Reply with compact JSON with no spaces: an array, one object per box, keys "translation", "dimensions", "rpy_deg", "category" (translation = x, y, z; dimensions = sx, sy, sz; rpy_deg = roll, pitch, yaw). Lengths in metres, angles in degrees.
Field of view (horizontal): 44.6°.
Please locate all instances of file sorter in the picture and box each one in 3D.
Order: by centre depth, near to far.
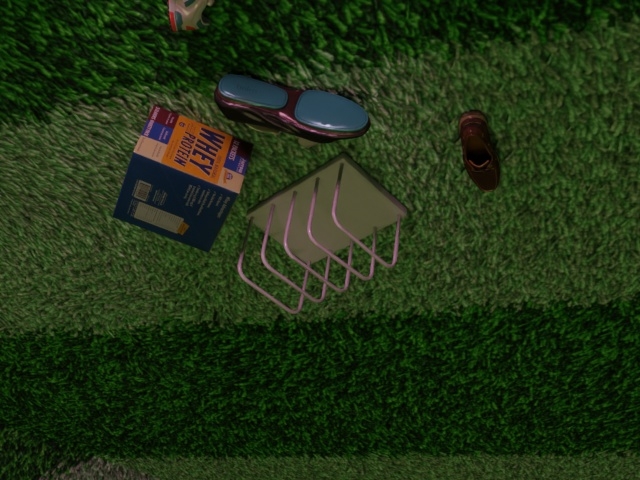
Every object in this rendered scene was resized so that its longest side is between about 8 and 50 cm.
[{"translation":[0.000,0.000,1.541],"dimensions":[0.278,0.173,0.193],"rpy_deg":[-28,127,35],"category":"file sorter"}]

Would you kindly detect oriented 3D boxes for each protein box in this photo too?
[{"translation":[-0.264,-0.113,1.493],"dimensions":[0.201,0.136,0.200],"rpy_deg":[21,138,-12],"category":"protein box"}]

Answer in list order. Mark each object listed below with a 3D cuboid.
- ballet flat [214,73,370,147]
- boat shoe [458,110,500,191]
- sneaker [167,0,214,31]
[{"translation":[-0.049,-0.221,1.370],"dimensions":[0.280,0.095,0.096],"rpy_deg":[18,150,7],"category":"ballet flat"},{"translation":[0.283,-0.147,1.398],"dimensions":[0.064,0.060,0.178],"rpy_deg":[-7,136,20],"category":"boat shoe"},{"translation":[-0.205,-0.402,1.225],"dimensions":[0.075,0.057,0.161],"rpy_deg":[-4,139,-9],"category":"sneaker"}]
